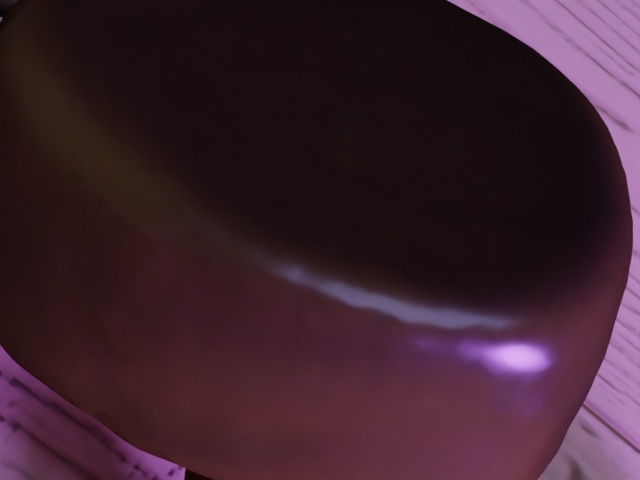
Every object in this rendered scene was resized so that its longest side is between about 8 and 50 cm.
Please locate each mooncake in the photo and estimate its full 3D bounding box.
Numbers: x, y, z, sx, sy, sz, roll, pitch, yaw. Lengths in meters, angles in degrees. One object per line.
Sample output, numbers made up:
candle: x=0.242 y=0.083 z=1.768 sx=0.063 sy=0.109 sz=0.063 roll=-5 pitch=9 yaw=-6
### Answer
mooncake: x=0.000 y=0.000 z=0.663 sx=0.234 sy=0.117 sz=0.235 roll=16 pitch=33 yaw=-11

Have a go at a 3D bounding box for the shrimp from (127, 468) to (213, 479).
shrimp: x=-0.020 y=0.165 z=0.627 sx=0.115 sy=0.051 sz=0.217 roll=9 pitch=58 yaw=-39

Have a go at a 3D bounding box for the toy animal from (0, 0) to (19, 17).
toy animal: x=-0.158 y=-0.109 z=0.573 sx=0.255 sy=0.089 sz=0.170 roll=-57 pitch=134 yaw=-64
